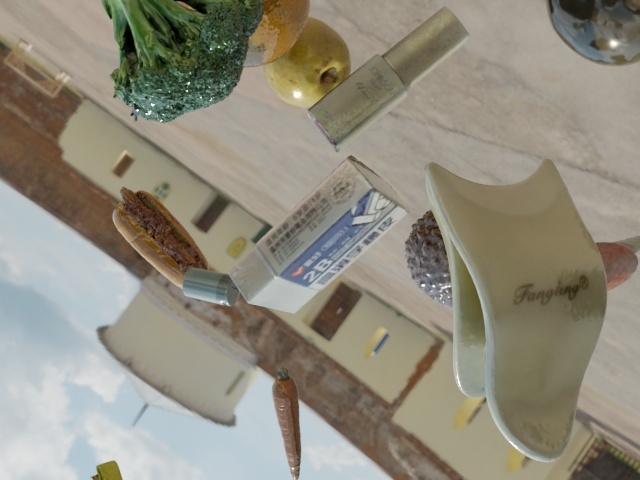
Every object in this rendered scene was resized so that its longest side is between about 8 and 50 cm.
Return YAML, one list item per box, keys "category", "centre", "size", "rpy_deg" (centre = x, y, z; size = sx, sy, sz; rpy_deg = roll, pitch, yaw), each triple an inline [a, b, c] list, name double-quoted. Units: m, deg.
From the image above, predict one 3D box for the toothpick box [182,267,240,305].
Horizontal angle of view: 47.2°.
- category: "toothpick box"
  centre: [-0.180, 0.076, 1.212]
  size: [0.083, 0.052, 0.052]
  rpy_deg: [10, 168, 18]

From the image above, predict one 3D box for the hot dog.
- category: "hot dog"
  centre: [-0.320, -0.006, 1.460]
  size: [0.249, 0.102, 0.076]
  rpy_deg: [49, 164, -5]

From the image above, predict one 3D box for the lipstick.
- category: "lipstick"
  centre: [0.099, -0.239, 1.076]
  size: [0.079, 0.253, 0.077]
  rpy_deg: [50, 180, -1]

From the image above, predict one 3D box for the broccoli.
- category: "broccoli"
  centre: [-0.218, -0.319, 1.075]
  size: [0.269, 0.269, 0.254]
  rpy_deg: [38, 164, -27]

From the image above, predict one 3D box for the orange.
- category: "orange"
  centre: [-0.149, -0.450, 1.351]
  size: [0.264, 0.264, 0.264]
  rpy_deg: [36, 176, 3]

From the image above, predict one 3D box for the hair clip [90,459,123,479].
- category: "hair clip"
  centre: [-0.391, 0.518, 1.466]
  size: [0.072, 0.046, 0.173]
  rpy_deg: [-7, -137, -48]

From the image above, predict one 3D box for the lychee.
- category: "lychee"
  centre: [0.240, 0.022, 1.220]
  size: [0.200, 0.200, 0.238]
  rpy_deg: [34, 170, 21]

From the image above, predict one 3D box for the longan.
- category: "longan"
  centre: [0.428, -0.348, 1.050]
  size: [0.196, 0.196, 0.220]
  rpy_deg: [39, -169, -46]

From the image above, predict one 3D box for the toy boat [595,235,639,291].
- category: "toy boat"
  centre: [0.551, 0.030, 1.410]
  size: [0.206, 0.282, 0.096]
  rpy_deg: [-27, 88, 56]

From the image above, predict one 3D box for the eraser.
- category: "eraser"
  centre: [0.000, 0.000, 0.914]
  size: [0.068, 0.210, 0.124]
  rpy_deg: [54, -165, 25]

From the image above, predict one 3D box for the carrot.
- category: "carrot"
  centre: [-0.080, 0.468, 1.841]
  size: [0.069, 0.336, 0.069]
  rpy_deg: [-5, -163, 1]

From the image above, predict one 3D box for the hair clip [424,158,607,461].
- category: "hair clip"
  centre: [0.194, 0.064, 0.719]
  size: [0.172, 0.282, 0.113]
  rpy_deg: [-3, -170, -29]

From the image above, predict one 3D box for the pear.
- category: "pear"
  centre: [-0.038, -0.414, 1.685]
  size: [0.209, 0.209, 0.209]
  rpy_deg: [36, 176, 3]
